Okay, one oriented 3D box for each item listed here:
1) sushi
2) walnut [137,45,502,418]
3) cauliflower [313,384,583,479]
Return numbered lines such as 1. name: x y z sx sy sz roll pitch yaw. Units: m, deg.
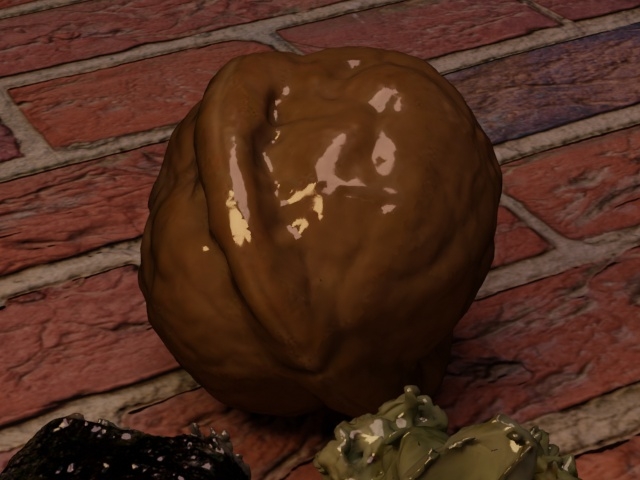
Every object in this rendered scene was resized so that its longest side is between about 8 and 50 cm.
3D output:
1. sushi: -0.165 0.226 1.351 0.225 0.136 0.126 0 25 18
2. walnut: -0.005 -0.004 1.582 0.384 0.383 0.383 -2 29 1
3. cauliflower: 0.077 0.235 1.190 0.260 0.281 0.327 -32 46 10
